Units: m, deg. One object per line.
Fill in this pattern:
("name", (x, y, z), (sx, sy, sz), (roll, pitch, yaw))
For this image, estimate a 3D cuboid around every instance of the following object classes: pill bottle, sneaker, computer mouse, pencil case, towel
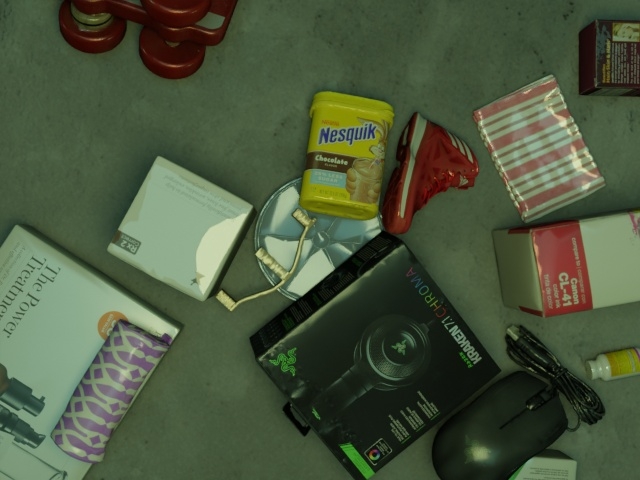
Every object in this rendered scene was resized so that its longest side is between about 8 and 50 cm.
("pill bottle", (0.453, 0.192, 1.419), (0.083, 0.043, 0.043), (-10, 89, -3))
("sneaker", (0.171, -0.088, 1.358), (0.128, 0.087, 0.221), (21, 58, -7))
("computer mouse", (0.275, 0.253, 1.337), (0.272, 0.072, 0.188), (-37, 71, -22))
("pencil case", (-0.289, 0.211, 1.277), (0.088, 0.086, 0.206), (31, 89, -40))
("towel", (0.339, -0.141, 1.429), (0.144, 0.029, 0.197), (-26, 90, -2))

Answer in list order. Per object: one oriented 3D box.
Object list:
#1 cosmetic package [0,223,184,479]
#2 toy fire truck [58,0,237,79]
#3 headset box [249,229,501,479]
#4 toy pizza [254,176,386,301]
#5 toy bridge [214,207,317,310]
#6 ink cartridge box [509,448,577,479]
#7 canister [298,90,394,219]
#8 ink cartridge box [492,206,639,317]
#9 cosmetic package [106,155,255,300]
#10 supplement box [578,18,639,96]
("cosmetic package", (-0.422, 0.208, 1.355), (0.284, 0.097, 0.377), (33, 87, -4))
("toy fire truck", (-0.253, -0.403, 1.359), (0.302, 0.169, 0.253), (18, 64, -3))
("headset box", (0.067, 0.171, 1.340), (0.283, 0.131, 0.246), (-38, 101, -2))
("toy pizza", (0.000, 0.000, 1.409), (0.201, 0.032, 0.201), (0, 88, -3))
("toy bridge", (-0.071, 0.035, 1.374), (0.063, 0.026, 0.188), (44, 87, -3))
("ink cartridge box", (0.293, 0.420, 1.384), (0.153, 0.087, 0.208), (6, 88, -3))
("canister", (0.037, -0.124, 1.371), (0.126, 0.073, 0.169), (10, 73, -4))
("ink cartridge box", (0.427, 0.021, 1.331), (0.306, 0.226, 0.131), (-7, 89, -2))
("cosmetic package", (-0.191, -0.014, 1.324), (0.151, 0.184, 0.151), (28, 88, -2))
("supplement box", (0.498, -0.277, 1.413), (0.188, 0.081, 0.104), (1, 89, -3))
